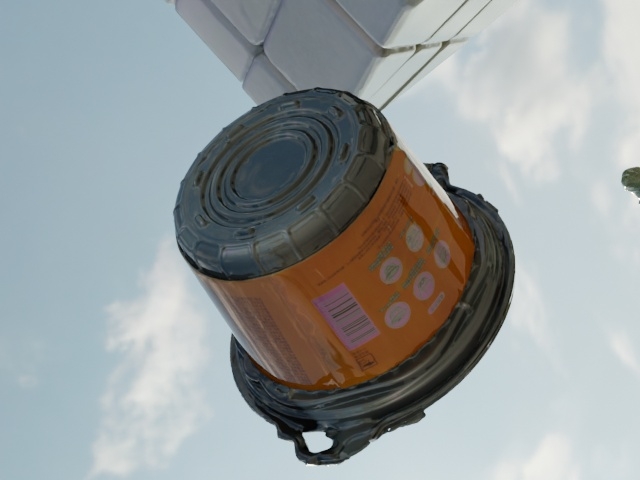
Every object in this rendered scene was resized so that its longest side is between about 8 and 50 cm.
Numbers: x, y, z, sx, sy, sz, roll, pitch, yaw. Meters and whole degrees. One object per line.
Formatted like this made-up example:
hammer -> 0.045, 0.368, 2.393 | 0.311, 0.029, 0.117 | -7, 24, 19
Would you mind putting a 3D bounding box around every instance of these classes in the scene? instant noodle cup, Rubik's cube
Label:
instant noodle cup -> 0.000, 0.000, 0.724 | 0.125, 0.178, 0.208 | 53, -154, -38
Rubik's cube -> 0.035, -0.321, 1.199 | 0.322, 0.319, 0.316 | -38, -97, -23

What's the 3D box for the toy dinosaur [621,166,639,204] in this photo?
toy dinosaur -> 0.411, 0.055, 1.122 | 0.393, 0.092, 0.205 | 18, -145, -34
